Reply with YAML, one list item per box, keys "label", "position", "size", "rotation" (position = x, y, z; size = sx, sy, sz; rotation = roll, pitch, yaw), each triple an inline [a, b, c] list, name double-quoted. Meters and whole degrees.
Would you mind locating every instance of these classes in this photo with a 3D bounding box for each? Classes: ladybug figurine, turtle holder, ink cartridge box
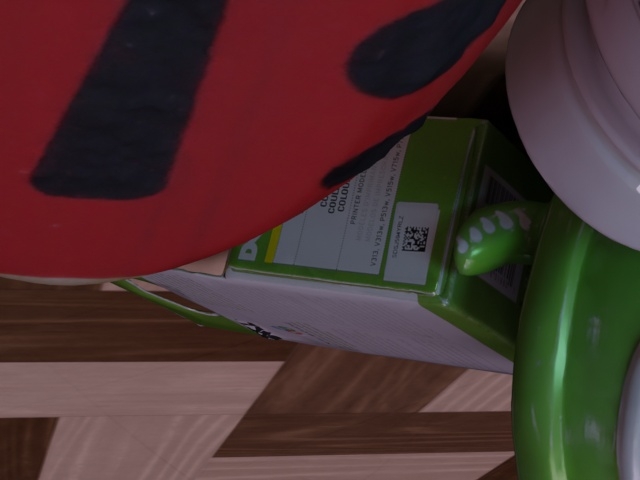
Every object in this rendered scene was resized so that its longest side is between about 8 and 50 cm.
- label: "ladybug figurine"
  position: [-0.060, -0.108, 0.434]
  size: [0.305, 0.162, 0.449]
  rotation: [1, 158, -14]
- label: "turtle holder"
  position: [0.228, 0.051, 0.747]
  size: [0.227, 0.243, 0.320]
  rotation: [4, -178, 31]
- label: "ink cartridge box"
  position: [0.000, 0.000, 0.836]
  size: [0.255, 0.097, 0.189]
  rotation: [7, 167, 29]

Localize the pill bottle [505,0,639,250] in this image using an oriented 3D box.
- label: "pill bottle"
  position: [0.191, -0.104, 0.502]
  size: [0.160, 0.160, 0.283]
  rotation: [5, 158, -24]
